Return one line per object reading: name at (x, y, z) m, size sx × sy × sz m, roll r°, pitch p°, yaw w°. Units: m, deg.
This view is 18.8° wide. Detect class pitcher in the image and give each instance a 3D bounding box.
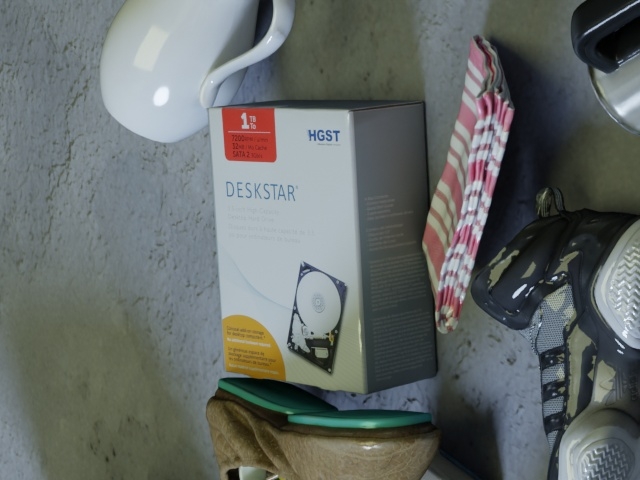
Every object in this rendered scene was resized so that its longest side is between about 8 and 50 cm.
pitcher at (-0.101, -0.174, 1.670) m, size 0.207 × 0.125 × 0.178 m, roll -58°, pitch 40°, yaw 27°

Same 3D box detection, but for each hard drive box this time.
hard drive box at (0.000, 0.000, 1.623) m, size 0.181 × 0.089 × 0.232 m, roll 4°, pitch 100°, yaw 47°

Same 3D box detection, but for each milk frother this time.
milk frother at (0.247, -0.169, 1.324) m, size 0.135 × 0.129 × 0.143 m, roll -32°, pitch 31°, yaw 46°

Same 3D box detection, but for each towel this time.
towel at (0.106, -0.045, 1.479) m, size 0.144 × 0.029 × 0.197 m, roll -91°, pitch 13°, yaw -66°

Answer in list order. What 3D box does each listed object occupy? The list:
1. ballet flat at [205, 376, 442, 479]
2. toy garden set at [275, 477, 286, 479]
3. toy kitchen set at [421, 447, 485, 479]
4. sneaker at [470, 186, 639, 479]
ballet flat at (-0.004, 0.184, 1.558) m, size 0.342 × 0.116 × 0.124 m, roll 3°, pitch 91°, yaw 62°
toy garden set at (-0.014, 0.313, 1.726) m, size 0.204 × 0.049 × 0.244 m, roll -43°, pitch 65°, yaw 43°
toy kitchen set at (0.103, 0.295, 1.571) m, size 0.166 × 0.122 × 0.207 m, roll 33°, pitch 101°, yaw 40°
sneaker at (0.184, 0.094, 1.431) m, size 0.153 × 0.101 × 0.268 m, roll 25°, pitch 109°, yaw 44°
